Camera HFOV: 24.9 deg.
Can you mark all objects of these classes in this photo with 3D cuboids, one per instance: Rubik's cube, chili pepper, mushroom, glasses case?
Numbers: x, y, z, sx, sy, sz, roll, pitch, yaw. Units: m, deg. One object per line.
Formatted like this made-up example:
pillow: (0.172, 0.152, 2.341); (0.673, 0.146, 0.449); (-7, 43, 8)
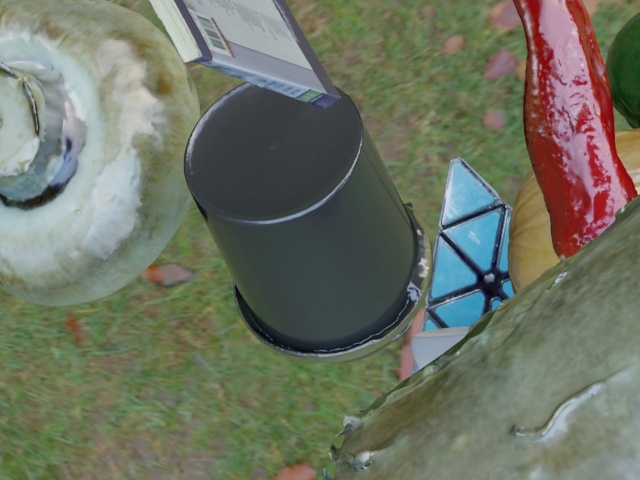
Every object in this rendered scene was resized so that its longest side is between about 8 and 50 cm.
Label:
Rubik's cube: (0.261, 0.060, 1.954); (0.228, 0.228, 0.233); (10, 52, -1)
chili pepper: (0.137, -0.063, 0.770); (0.059, 0.050, 0.268); (-15, 94, -21)
mushroom: (-0.289, -0.106, 1.579); (0.352, 0.260, 0.352); (-2, 84, 20)
glasses case: (0.169, 0.144, 1.851); (0.041, 0.164, 0.063); (-25, 96, -28)

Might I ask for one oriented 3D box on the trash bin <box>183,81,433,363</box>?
trash bin: (0.000, 0.000, 1.457); (0.214, 0.334, 0.214); (-7, 55, 10)

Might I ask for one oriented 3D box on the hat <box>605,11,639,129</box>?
hat: (0.459, -0.120, 1.248); (0.400, 0.285, 0.285); (-1, 87, -30)

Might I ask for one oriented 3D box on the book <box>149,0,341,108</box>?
book: (-0.074, -0.180, 1.087); (0.026, 0.231, 0.157); (-32, 75, 20)

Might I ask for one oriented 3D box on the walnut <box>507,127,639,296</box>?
walnut: (0.257, 0.003, 1.146); (0.221, 0.195, 0.195); (-13, 92, 8)

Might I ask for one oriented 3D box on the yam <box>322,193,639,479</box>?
yam: (0.155, 0.061, 0.469); (0.300, 0.195, 0.195); (-37, 101, 11)
